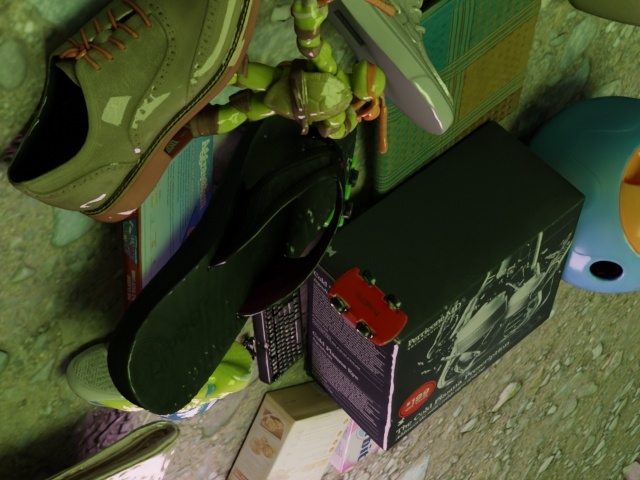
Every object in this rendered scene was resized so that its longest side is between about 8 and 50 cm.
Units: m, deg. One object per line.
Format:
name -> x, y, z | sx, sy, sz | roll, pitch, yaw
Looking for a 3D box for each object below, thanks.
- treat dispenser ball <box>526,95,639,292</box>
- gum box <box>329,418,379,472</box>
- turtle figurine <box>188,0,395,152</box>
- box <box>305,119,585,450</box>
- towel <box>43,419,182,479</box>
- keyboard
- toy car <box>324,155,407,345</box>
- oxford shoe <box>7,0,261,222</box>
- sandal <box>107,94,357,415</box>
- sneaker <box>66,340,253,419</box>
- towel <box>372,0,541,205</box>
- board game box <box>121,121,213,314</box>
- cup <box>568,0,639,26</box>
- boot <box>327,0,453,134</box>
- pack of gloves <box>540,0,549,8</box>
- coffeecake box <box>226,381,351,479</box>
treat dispenser ball -> 0.426, -0.067, 1.881 | 0.288, 0.288, 0.288 | -33, 145, -26
gum box -> 0.063, 0.264, 1.992 | 0.107, 0.062, 0.188 | -25, 141, -35
turtle figurine -> -0.025, -0.144, 1.285 | 0.217, 0.087, 0.269 | -3, 153, 8
box -> 0.161, 0.066, 1.760 | 0.343, 0.179, 0.312 | -36, 153, -22
towel -> -0.336, 0.375, 1.564 | 0.317, 0.053, 0.332 | -21, 149, -40
keyboard -> -0.063, 0.128, 1.722 | 0.108, 0.023, 0.180 | -34, 145, -24
toy car -> 0.000, 0.000, 1.550 | 0.053, 0.239, 0.225 | 112, -9, -75
oxford shoe -> -0.166, -0.169, 1.173 | 0.130, 0.123, 0.348 | 10, 114, -50
sandal -> -0.058, 0.006, 1.412 | 0.446, 0.107, 0.167 | -58, 139, -20
sneaker -> -0.200, 0.180, 1.535 | 0.240, 0.091, 0.126 | 2, 144, -33
towel -> 0.166, -0.212, 1.592 | 0.271, 0.040, 0.370 | -36, 156, -19
board game box -> -0.166, 0.007, 1.406 | 0.145, 0.027, 0.281 | -50, 156, -42
cup -> 0.500, -0.396, 1.636 | 0.331, 0.237, 0.331 | -41, 150, -30
boot -> 0.085, -0.241, 1.346 | 0.123, 0.095, 0.258 | -45, 112, -14
pack of gloves -> 0.312, -0.435, 1.595 | 0.195, 0.046, 0.232 | -50, 154, -22
coffeecake box -> -0.045, 0.303, 1.890 | 0.142, 0.068, 0.186 | -7, 129, -49
